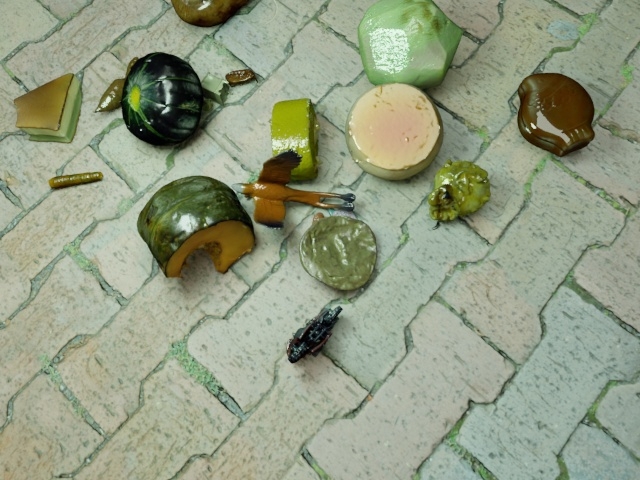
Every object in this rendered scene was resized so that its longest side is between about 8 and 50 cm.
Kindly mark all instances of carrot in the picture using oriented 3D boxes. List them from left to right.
[{"bbox_3d":[-0.793,-0.199,1.883,0.170,0.042,0.042,-9,69,1],"label":"carrot"}]

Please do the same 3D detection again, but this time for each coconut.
[{"bbox_3d":[0.286,-0.619,1.821,0.328,0.281,0.329,-1,77,5],"label":"coconut"}]

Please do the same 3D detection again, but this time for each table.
[{"bbox_3d":[-0.347,-0.506,1.939,0.083,0.079,0.062,28,76,12],"label":"table"}]

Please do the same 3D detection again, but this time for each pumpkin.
[{"bbox_3d":[-0.485,-0.445,1.857,0.295,0.296,0.296,-2,70,4],"label":"pumpkin"},{"bbox_3d":[-0.351,-0.043,1.669,0.225,0.303,0.256,46,117,24],"label":"pumpkin"}]

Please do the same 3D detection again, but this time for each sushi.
[{"bbox_3d":[-0.272,-0.552,1.965,0.120,0.055,0.052,-8,80,13],"label":"sushi"}]

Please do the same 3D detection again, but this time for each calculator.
[{"bbox_3d":[0.082,-0.050,1.767,0.094,0.019,0.141,-25,70,-8],"label":"calculator"}]

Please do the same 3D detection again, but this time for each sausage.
[{"bbox_3d":[0.000,0.000,1.743,0.043,0.043,0.186,-7,70,2],"label":"sausage"}]

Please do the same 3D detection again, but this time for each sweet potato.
[{"bbox_3d":[-0.676,-0.521,1.979,0.074,0.075,0.269,19,63,11],"label":"sweet potato"}]

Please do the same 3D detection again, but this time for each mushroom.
[{"bbox_3d":[-0.377,-0.911,1.995,0.345,0.259,0.345,-1,70,4],"label":"mushroom"}]

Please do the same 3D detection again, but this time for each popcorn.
[{"bbox_3d":[0.407,-0.135,1.711,0.168,0.173,0.195,32,64,-7],"label":"popcorn"}]

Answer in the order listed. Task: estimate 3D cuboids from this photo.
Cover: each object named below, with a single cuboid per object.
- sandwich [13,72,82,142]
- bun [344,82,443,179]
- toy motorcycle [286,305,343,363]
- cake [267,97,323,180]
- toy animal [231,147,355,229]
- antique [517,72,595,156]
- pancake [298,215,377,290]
[{"bbox_3d":[-0.917,-0.451,1.951,0.186,0.108,0.220,5,72,6],"label":"sandwich"},{"bbox_3d":[0.220,-0.325,1.778,0.298,0.165,0.299,-1,84,5],"label":"bun"},{"bbox_3d":[-0.020,0.265,1.620,0.213,0.122,0.082,-44,95,-24],"label":"toy motorcycle"},{"bbox_3d":[-0.076,-0.319,1.794,0.156,0.179,0.261,-4,70,3],"label":"cake"},{"bbox_3d":[-0.097,-0.151,1.739,0.302,0.284,0.225,13,96,44],"label":"toy animal"},{"bbox_3d":[0.713,-0.385,1.778,0.223,0.129,0.278,-27,70,-6],"label":"antique"},{"bbox_3d":[0.056,0.039,1.696,0.241,0.050,0.242,3,73,-10],"label":"pancake"}]
